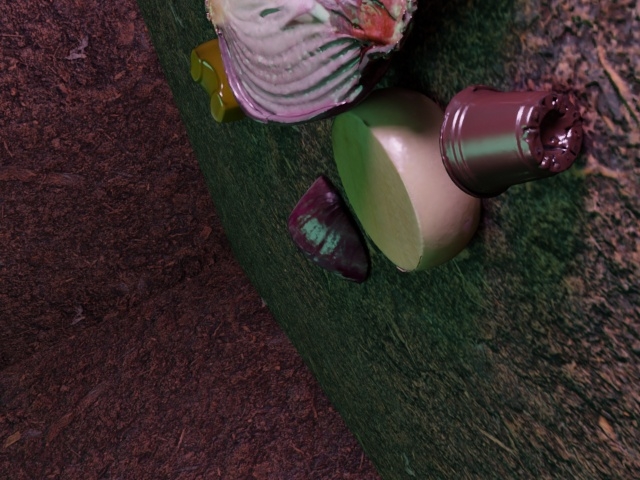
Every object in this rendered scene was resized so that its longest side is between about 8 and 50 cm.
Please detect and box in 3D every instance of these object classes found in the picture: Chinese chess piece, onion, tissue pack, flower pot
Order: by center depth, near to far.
[{"bbox_3d":[0.179,-0.093,0.549,0.089,0.111,0.111,7,123,60],"label":"flower pot"},{"bbox_3d":[0.020,-0.264,0.703,0.349,0.159,0.267,27,130,40],"label":"onion"},{"bbox_3d":[0.110,-0.081,0.807,0.251,0.097,0.251,58,165,25],"label":"Chinese chess piece"},{"bbox_3d":[0.000,0.000,1.316,0.247,0.111,0.250,63,164,10],"label":"onion"},{"bbox_3d":[-0.213,-0.373,1.388,0.178,0.127,0.123,61,158,6],"label":"tissue pack"}]
